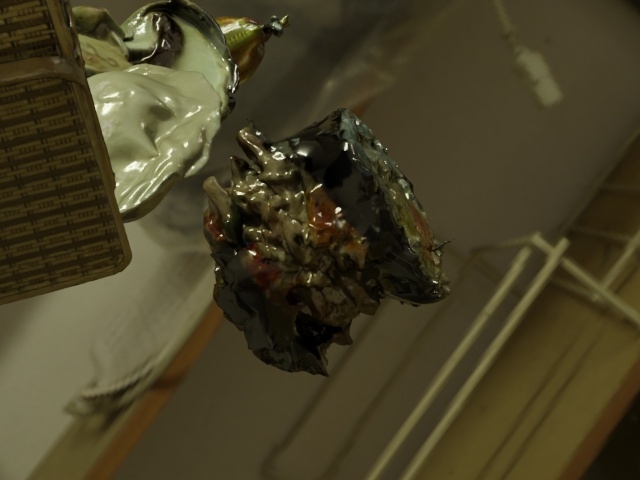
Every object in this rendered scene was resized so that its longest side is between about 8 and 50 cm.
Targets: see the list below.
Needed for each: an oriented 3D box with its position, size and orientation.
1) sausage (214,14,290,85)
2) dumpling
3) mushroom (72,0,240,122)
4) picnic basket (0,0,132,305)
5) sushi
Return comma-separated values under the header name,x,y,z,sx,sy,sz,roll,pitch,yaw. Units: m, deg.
name,x,y,z,sx,sy,sz,roll,pitch,yaw
sausage,-0.188,-0.264,1.902,0.317,0.117,0.125,-27,-27,-3
dumpling,-0.193,-0.104,1.343,0.193,0.147,0.258,-14,42,23
mushroom,-0.247,-0.192,1.612,0.130,0.247,0.344,-47,7,36
picnic basket,-0.283,-0.100,0.944,0.313,0.228,0.175,84,169,-46
sushi,-0.005,0.003,1.238,0.218,0.238,0.225,-38,-13,8
